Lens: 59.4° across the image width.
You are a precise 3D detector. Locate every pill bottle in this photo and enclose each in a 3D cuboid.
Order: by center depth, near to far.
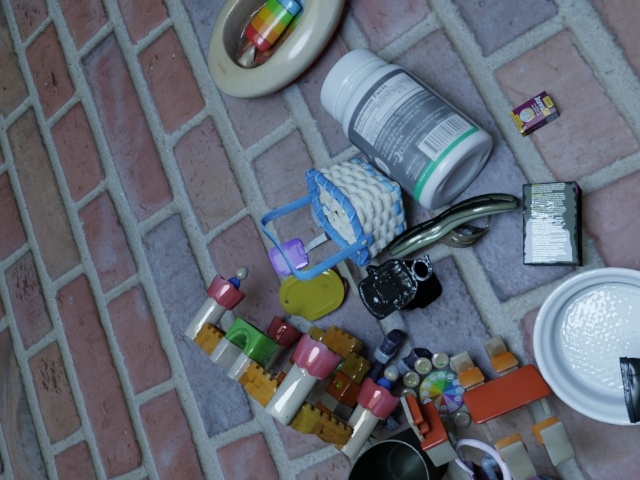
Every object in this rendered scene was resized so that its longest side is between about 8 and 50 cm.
[{"bbox_3d":[0.179,-0.254,1.235,0.361,0.204,0.204,46,108,23],"label":"pill bottle"}]

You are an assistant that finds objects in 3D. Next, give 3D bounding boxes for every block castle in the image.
[{"bbox_3d":[-0.060,0.242,1.211,0.453,0.303,0.213,22,74,52],"label":"block castle"}]

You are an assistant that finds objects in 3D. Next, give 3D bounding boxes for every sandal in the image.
[{"bbox_3d":[0.292,-0.021,1.226,0.302,0.120,0.086,-27,97,27],"label":"sandal"}]

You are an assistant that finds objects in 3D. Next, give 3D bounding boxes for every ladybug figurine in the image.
[{"bbox_3d":[-0.096,-0.544,1.421,0.449,0.162,0.305,-41,71,21],"label":"ladybug figurine"}]

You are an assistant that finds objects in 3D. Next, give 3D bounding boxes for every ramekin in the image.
[{"bbox_3d":[0.553,0.189,1.049,0.277,0.135,0.278,-2,86,29],"label":"ramekin"}]

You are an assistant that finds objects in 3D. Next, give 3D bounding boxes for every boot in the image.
[{"bbox_3d":[0.563,0.246,0.940,0.099,0.045,0.121,-7,83,25],"label":"boot"}]

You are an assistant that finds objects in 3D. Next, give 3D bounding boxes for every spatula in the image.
[{"bbox_3d":[0.000,0.000,1.417,0.296,0.030,0.084,-28,75,24],"label":"spatula"}]

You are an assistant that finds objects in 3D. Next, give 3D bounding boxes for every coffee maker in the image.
[{"bbox_3d":[0.196,0.098,1.222,0.171,0.178,0.120,-15,81,29],"label":"coffee maker"}]

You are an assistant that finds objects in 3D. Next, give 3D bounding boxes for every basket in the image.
[{"bbox_3d":[0.180,0.483,1.183,0.154,0.226,0.204,40,107,24],"label":"basket"},{"bbox_3d":[0.030,-0.043,1.242,0.288,0.201,0.255,-23,40,-12],"label":"basket"}]

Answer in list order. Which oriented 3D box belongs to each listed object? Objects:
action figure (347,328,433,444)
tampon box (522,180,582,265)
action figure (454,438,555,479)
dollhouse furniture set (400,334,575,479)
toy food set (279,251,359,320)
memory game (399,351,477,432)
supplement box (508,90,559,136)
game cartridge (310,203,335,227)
[{"bbox_3d":[0.128,0.343,1.298,0.185,0.099,0.285,42,110,16],"label":"action figure"},{"bbox_3d":[0.463,-0.029,1.116,0.101,0.120,0.161,-1,87,29],"label":"tampon box"},{"bbox_3d":[0.349,0.609,1.047,0.248,0.275,0.370,2,58,52],"label":"action figure"},{"bbox_3d":[0.300,0.313,1.063,0.259,0.262,0.135,-27,116,6],"label":"dollhouse furniture set"},{"bbox_3d":[0.001,0.113,1.397,0.217,0.071,0.128,-30,98,26],"label":"toy food set"},{"bbox_3d":[0.265,0.332,1.219,0.186,0.012,0.186,0,97,1],"label":"memory game"},{"bbox_3d":[0.450,-0.265,1.180,0.083,0.043,0.055,-32,72,23],"label":"supplement box"},{"bbox_3d":[0.003,-0.078,1.428,0.055,0.017,0.083,-20,78,23],"label":"game cartridge"}]
